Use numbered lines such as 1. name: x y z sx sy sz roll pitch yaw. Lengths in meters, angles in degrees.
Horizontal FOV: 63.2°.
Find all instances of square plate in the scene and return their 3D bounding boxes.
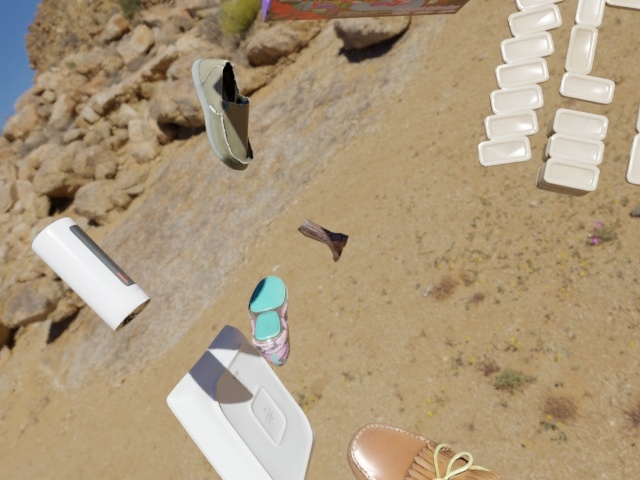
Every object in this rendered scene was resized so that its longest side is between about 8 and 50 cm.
1. square plate: -0.119 0.352 1.018 0.049 0.344 0.347 -33 7 12

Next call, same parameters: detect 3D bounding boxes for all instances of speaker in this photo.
1. speaker: -0.260 0.040 0.596 0.055 0.136 0.055 -45 -1 -1

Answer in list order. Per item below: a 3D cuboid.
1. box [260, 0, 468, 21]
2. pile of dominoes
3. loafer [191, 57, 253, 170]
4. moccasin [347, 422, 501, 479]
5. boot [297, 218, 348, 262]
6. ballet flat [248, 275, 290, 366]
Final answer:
1. box: 0.084 -0.343 0.638 0.293 0.057 0.201 -9 -1 -15
2. pile of dominoes: 0.301 -0.182 0.614 0.040 0.196 0.251 45 -122 -82
3. loafer: -0.198 -0.272 1.125 0.087 0.251 0.094 -7 24 29
4. moccasin: 0.203 0.373 0.717 0.380 0.147 0.139 30 60 31
5. boot: 0.000 0.000 1.197 0.106 0.114 0.037 109 179 -51
6. ballet flat: -0.088 0.148 0.936 0.077 0.079 0.221 -13 25 -1
